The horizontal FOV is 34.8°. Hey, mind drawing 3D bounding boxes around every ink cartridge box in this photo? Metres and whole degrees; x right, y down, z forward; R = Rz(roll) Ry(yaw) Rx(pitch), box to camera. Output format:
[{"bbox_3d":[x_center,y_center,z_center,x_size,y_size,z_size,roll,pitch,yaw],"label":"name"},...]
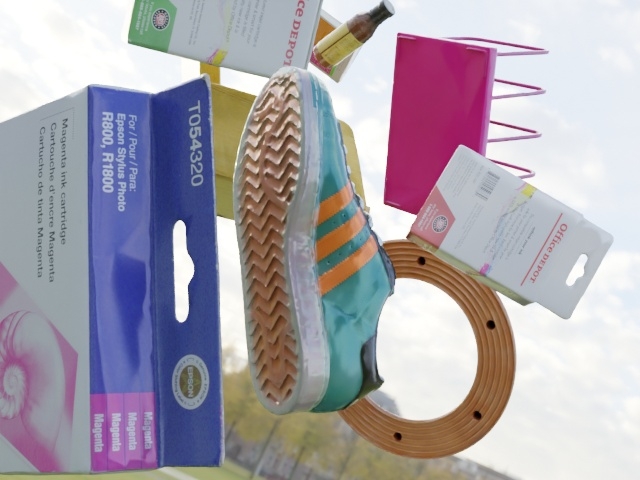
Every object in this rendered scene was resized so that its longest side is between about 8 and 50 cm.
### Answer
[{"bbox_3d":[-0.111,-0.281,1.195,0.212,0.154,0.093,11,9,-17],"label":"ink cartridge box"},{"bbox_3d":[0.208,-0.004,1.133,0.198,0.115,0.067,31,-6,4],"label":"ink cartridge box"},{"bbox_3d":[-0.224,0.040,0.894,0.330,0.324,0.071,-13,-14,41],"label":"ink cartridge box"}]

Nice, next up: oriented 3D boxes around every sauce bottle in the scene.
[{"bbox_3d":[0.048,-0.286,1.410,0.128,0.042,0.042,-30,-47,31],"label":"sauce bottle"}]

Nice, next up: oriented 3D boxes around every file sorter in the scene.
[{"bbox_3d":[0.247,-0.186,1.682,0.182,0.291,0.202,-10,22,-38],"label":"file sorter"}]

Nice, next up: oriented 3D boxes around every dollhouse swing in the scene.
[{"bbox_3d":[-0.073,-0.193,1.471,0.315,0.305,0.347,14,-10,-9],"label":"dollhouse swing"}]

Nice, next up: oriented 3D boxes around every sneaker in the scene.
[{"bbox_3d":[0.000,0.000,0.910,0.121,0.302,0.108,2,-5,-39],"label":"sneaker"}]

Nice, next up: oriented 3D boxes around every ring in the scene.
[{"bbox_3d":[0.138,0.163,1.544,0.336,0.337,0.032,19,17,27],"label":"ring"}]

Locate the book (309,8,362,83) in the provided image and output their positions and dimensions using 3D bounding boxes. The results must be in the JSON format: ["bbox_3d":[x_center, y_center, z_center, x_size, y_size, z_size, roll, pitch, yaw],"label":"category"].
[{"bbox_3d":[-0.001,-0.371,1.895,0.144,0.035,0.096,38,-55,8],"label":"book"}]
